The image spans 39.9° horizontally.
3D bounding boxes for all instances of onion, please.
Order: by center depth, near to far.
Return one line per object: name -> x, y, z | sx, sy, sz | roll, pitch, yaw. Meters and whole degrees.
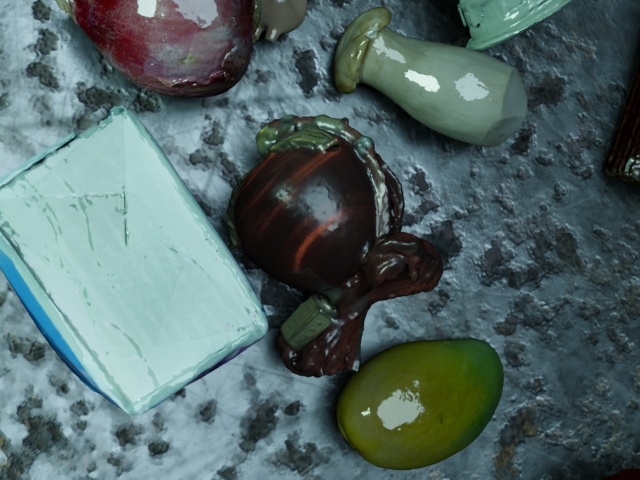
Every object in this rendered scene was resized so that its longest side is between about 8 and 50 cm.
onion -> -0.153, -0.214, 0.824 | 0.195, 0.159, 0.159 | 5, 84, -2

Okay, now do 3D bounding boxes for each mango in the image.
mango -> 0.109, 0.162, 0.909 | 0.194, 0.092, 0.130 | -28, 93, -27

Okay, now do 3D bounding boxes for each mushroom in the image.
mushroom -> 0.118, -0.168, 0.927 | 0.212, 0.097, 0.088 | 27, 52, -4

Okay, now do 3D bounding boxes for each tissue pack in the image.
tissue pack -> -0.174, 0.027, 0.732 | 0.146, 0.263, 0.198 | -35, 97, -16

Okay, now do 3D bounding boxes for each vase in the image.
vase -> 0.142, -0.357, 0.907 | 0.143, 0.143, 0.299 | -38, 104, -17

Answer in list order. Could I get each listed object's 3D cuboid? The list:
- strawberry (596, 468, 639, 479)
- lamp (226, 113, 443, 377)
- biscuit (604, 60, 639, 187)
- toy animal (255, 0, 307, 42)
strawberry -> 0.357, 0.371, 0.914 | 0.274, 0.220, 0.274 | 3, 45, -3
lamp -> -0.009, -0.002, 0.844 | 0.151, 0.215, 0.223 | 3, 48, -48
biscuit -> 0.445, -0.232, 1.030 | 0.107, 0.073, 0.388 | 20, 86, -15
toy animal -> -0.030, -0.268, 0.897 | 0.083, 0.089, 0.150 | 24, 88, -18
